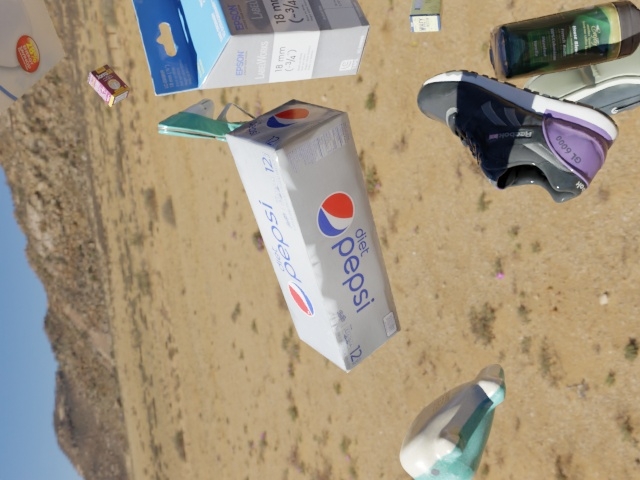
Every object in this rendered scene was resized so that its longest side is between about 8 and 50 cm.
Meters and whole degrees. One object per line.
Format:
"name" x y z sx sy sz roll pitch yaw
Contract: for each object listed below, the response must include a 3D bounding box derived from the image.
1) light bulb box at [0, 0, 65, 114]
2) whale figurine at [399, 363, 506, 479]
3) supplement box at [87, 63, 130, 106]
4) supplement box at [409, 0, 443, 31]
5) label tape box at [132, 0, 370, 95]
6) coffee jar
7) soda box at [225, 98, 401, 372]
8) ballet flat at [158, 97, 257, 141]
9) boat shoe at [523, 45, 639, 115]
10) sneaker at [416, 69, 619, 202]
"light bulb box" -0.660 -0.389 0.998 0.361 0.225 0.357 -75 -16 -45
"whale figurine" 0.277 0.365 1.166 0.272 0.141 0.216 -50 -6 15
"supplement box" -0.514 -0.377 1.472 0.083 0.055 0.043 46 144 -2
"supplement box" 0.292 -0.625 1.661 0.056 0.083 0.083 61 -143 -60
"label tape box" -0.120 -0.370 0.971 0.106 0.334 0.240 107 147 -57
"coffee jar" 0.333 -0.273 0.829 0.096 0.184 0.079 -76 -25 -76
"soda box" 0.000 0.000 0.655 0.098 0.091 0.286 26 142 48
"ballet flat" -0.208 -0.238 1.213 0.083 0.247 0.087 19 101 51
"boat shoe" 0.565 -0.294 1.138 0.113 0.340 0.127 48 -151 -52
"sneaker" 0.234 -0.140 0.819 0.283 0.107 0.124 26 82 36
